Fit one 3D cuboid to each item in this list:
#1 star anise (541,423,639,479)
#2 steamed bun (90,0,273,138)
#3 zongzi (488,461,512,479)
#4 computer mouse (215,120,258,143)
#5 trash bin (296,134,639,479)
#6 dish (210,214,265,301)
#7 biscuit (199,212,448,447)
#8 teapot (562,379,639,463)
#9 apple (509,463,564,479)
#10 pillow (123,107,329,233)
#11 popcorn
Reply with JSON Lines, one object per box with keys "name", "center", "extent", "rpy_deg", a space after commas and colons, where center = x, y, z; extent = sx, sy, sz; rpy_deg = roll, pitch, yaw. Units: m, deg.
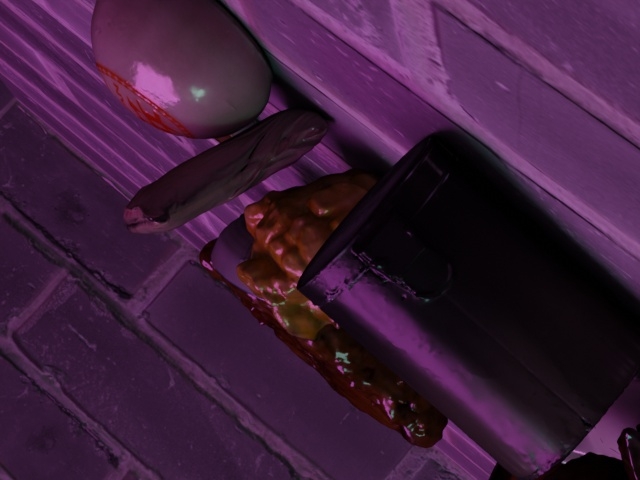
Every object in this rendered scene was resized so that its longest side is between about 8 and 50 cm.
{"name": "star anise", "center": [0.344, 0.269, 1.620], "extent": [0.315, 0.315, 0.108], "rpy_deg": [47, -160, -36]}
{"name": "steamed bun", "center": [-0.172, -0.203, 1.916], "extent": [0.232, 0.145, 0.232], "rpy_deg": [41, 171, 7]}
{"name": "zongzi", "center": [0.330, 0.496, 2.266], "extent": [0.403, 0.432, 0.208], "rpy_deg": [30, 171, 46]}
{"name": "computer mouse", "center": [-0.145, -0.178, 2.244], "extent": [0.126, 0.056, 0.245], "rpy_deg": [31, 165, 49]}
{"name": "trash bin", "center": [0.152, 0.071, 1.640], "extent": [0.301, 0.203, 0.252], "rpy_deg": [42, -178, -6]}
{"name": "dish", "center": [0.000, 0.000, 2.264], "extent": [0.273, 0.134, 0.273], "rpy_deg": [17, -164, -5]}
{"name": "biscuit", "center": [0.024, 0.125, 2.643], "extent": [0.395, 0.166, 0.342], "rpy_deg": [44, 170, -28]}
{"name": "teapot", "center": [0.377, 0.256, 1.783], "extent": [0.300, 0.166, 0.208], "rpy_deg": [49, 164, 25]}
{"name": "apple", "center": [0.332, 0.346, 2.046], "extent": [0.253, 0.253, 0.253], "rpy_deg": [40, 172, 7]}
{"name": "pillow", "center": [-0.107, -0.082, 1.929], "extent": [0.067, 0.270, 0.173], "rpy_deg": [62, 158, -8]}
{"name": "popcorn", "center": [0.015, 0.015, 1.960], "extent": [0.250, 0.250, 0.190], "rpy_deg": [106, 150, -81]}
